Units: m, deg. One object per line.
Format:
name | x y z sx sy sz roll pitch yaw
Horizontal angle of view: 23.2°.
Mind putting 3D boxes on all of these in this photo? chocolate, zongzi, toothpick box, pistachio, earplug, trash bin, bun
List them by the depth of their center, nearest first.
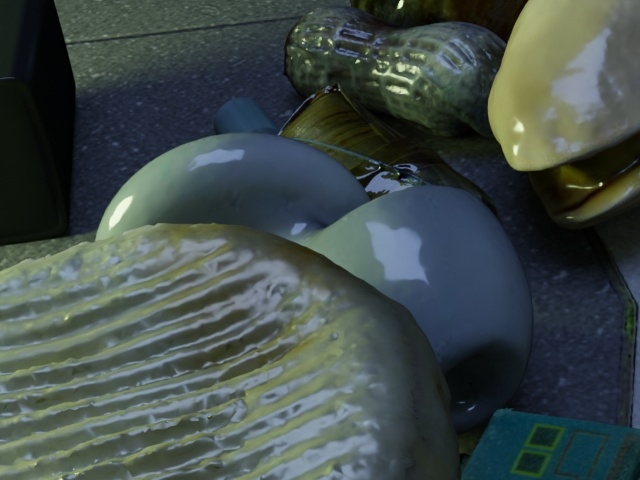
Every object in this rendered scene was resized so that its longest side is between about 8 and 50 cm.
bun | -0.085 0.169 0.951 0.365 0.219 0.365 -8 51 10
earplug | -0.005 0.037 1.123 0.326 0.214 0.175 12 44 16
zongzi | 0.000 0.000 1.249 0.242 0.112 0.221 -38 46 -20
pistachio | 0.255 -0.138 1.293 0.214 0.193 0.318 -9 39 42
toothpick box | -0.060 -0.089 1.412 0.052 0.052 0.083 -20 38 -12
chocolate | 0.073 -0.157 1.426 0.248 0.110 0.110 15 44 24
trash bin | -0.292 -0.128 1.426 0.115 0.165 0.225 -9 36 2

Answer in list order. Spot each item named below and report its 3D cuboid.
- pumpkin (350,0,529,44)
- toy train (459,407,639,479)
pumpkin | 0.192 -0.281 1.500 0.312 0.169 0.148 -30 40 -24
toy train | 0.141 0.233 0.921 0.194 0.120 0.298 6 40 30
